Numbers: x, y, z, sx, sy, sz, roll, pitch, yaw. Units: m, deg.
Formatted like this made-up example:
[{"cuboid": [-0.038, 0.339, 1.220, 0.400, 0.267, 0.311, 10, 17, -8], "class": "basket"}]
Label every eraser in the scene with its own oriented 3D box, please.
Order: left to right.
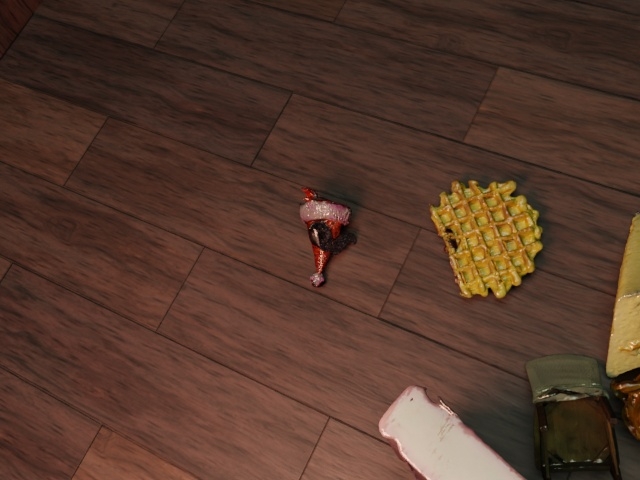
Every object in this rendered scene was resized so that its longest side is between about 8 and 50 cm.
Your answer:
[{"cuboid": [0.251, 0.428, 1.333, 0.122, 0.359, 0.272, -44, 64, -8], "class": "eraser"}]

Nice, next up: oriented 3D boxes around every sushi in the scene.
[{"cuboid": [0.679, 0.326, 1.363, 0.204, 0.200, 0.213, -18, 64, 9], "class": "sushi"}]

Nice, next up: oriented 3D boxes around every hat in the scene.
[{"cuboid": [0.001, -0.001, 1.731, 0.129, 0.140, 0.227, 2, 79, 26], "class": "hat"}]

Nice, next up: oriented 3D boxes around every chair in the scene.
[{"cuboid": [0.490, 0.358, 1.402, 0.160, 0.319, 0.186, -9, 97, 13], "class": "chair"}]

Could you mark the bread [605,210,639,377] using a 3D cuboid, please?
[{"cuboid": [0.800, 0.086, 1.539, 0.346, 0.242, 0.405, 3, 34, 19], "class": "bread"}]

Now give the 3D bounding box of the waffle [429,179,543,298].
[{"cuboid": [0.373, -0.010, 1.669, 0.283, 0.065, 0.309, 24, 70, 20], "class": "waffle"}]
